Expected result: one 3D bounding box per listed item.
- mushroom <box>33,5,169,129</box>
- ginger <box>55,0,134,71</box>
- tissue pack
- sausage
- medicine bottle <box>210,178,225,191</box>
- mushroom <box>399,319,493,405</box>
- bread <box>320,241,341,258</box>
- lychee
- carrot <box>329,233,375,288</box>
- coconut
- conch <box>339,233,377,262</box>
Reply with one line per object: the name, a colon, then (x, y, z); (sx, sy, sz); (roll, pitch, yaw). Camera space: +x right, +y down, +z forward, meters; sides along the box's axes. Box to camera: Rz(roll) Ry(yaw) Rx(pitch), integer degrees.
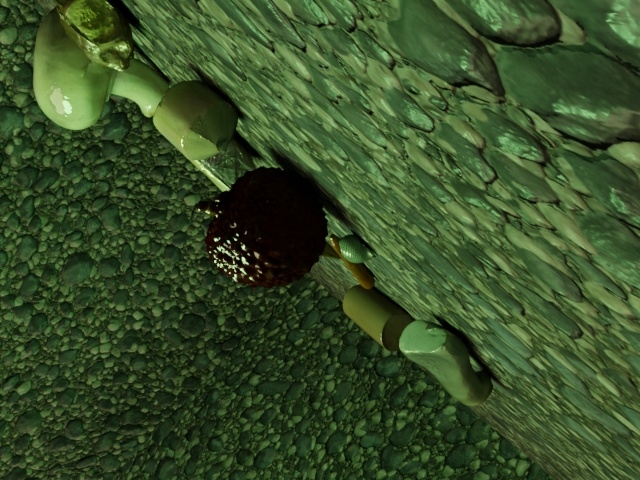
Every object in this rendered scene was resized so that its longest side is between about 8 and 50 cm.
mushroom: (-0.600, -0.424, 1.885); (0.315, 0.315, 0.356); (41, 175, 25)
ginger: (-0.487, -0.472, 1.585); (0.219, 0.123, 0.270); (52, 180, -41)
tissue pack: (-0.274, -0.235, 1.863); (0.215, 0.123, 0.256); (43, -178, -20)
sausage: (0.165, 0.221, 2.222); (0.123, 0.123, 0.253); (47, 174, -35)
medicine bottle: (-0.259, -0.161, 2.482); (0.426, 0.108, 0.108); (47, 174, -19)
mushroom: (0.314, 0.303, 1.777); (0.328, 0.122, 0.159); (46, -177, -37)
bread: (0.004, 0.001, 2.261); (0.139, 0.084, 0.074); (10, -167, -30)
lychee: (-0.125, -0.028, 1.588); (0.300, 0.264, 0.264); (19, -176, -22)
carrot: (0.084, 0.057, 1.965); (0.043, 0.043, 0.248); (38, 171, 46)
coconut: (-0.245, -0.237, 1.504); (0.153, 0.147, 0.147); (39, 174, 19)
conch: (0.080, 0.024, 1.660); (0.085, 0.056, 0.076); (43, -172, 13)
